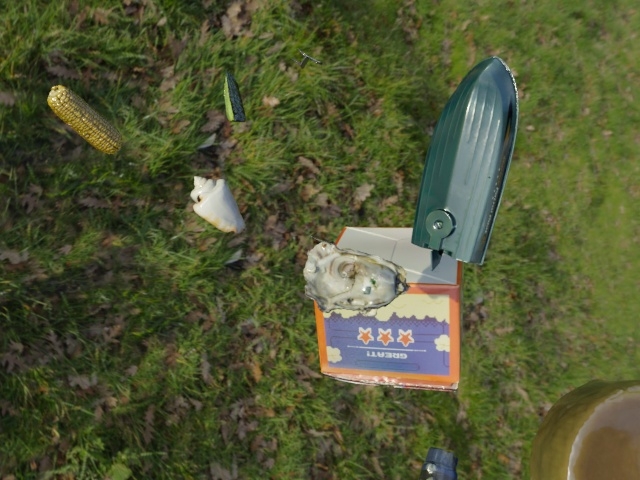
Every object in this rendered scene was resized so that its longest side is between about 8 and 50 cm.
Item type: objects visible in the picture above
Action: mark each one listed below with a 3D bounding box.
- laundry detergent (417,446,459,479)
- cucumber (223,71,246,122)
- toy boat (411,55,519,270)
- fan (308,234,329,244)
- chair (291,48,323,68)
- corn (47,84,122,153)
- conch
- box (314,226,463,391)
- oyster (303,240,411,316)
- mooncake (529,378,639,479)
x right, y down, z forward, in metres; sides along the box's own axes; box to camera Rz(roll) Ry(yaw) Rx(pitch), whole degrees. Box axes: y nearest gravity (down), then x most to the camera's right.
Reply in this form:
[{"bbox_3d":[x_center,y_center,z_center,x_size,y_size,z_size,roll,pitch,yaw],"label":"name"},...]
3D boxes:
[{"bbox_3d":[0.112,0.405,0.714,0.105,0.215,0.280,40,53,-32],"label":"laundry detergent"},{"bbox_3d":[-0.255,-0.397,1.645,0.046,0.070,0.220,6,49,-25],"label":"cucumber"},{"bbox_3d":[0.174,-0.089,0.658,0.103,0.093,0.245,-15,119,-52],"label":"toy boat"},{"bbox_3d":[0.000,0.000,1.650,0.004,0.083,0.056,-63,159,-5],"label":"fan"},{"bbox_3d":[-0.039,-0.506,1.595,0.086,0.037,0.042,31,98,9],"label":"chair"},{"bbox_3d":[-0.520,-0.264,1.259,0.068,0.068,0.207,-65,146,-18],"label":"corn"},{"bbox_3d":[-0.252,-0.081,1.369,0.094,0.104,0.176,-22,111,-1],"label":"conch"},{"bbox_3d":[0.179,0.142,1.350,0.348,0.319,0.256,-59,148,-64],"label":"box"},{"bbox_3d":[0.055,0.066,0.838,0.166,0.053,0.108,10,62,2],"label":"oyster"},{"bbox_3d":[0.458,0.344,0.817,0.285,0.155,0.284,0,75,-2],"label":"mooncake"}]
